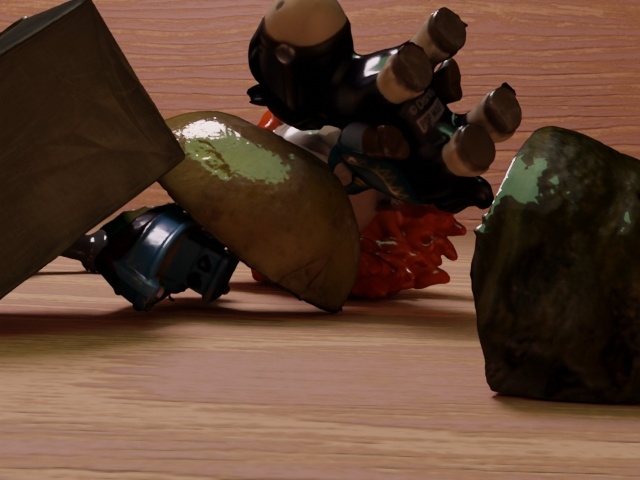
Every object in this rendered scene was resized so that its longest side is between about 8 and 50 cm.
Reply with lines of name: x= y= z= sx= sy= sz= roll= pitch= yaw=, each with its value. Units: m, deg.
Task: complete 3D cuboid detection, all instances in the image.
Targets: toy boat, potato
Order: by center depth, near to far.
potato: x=-0.053 y=-0.047 z=0.808 sx=0.261 sy=0.100 sz=0.120 roll=41 pitch=12 yaw=0
toy boat: x=-0.126 y=0.022 z=0.817 sx=0.097 sy=0.100 sz=0.223 roll=30 pitch=12 yaw=4

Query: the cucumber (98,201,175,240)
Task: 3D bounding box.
cucumber: x=-0.220 y=-0.002 z=1.152 sx=0.115 sy=0.063 sz=0.244 roll=-10 pitch=-2 yaw=-25

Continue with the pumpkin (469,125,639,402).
pumpkin: x=0.229 y=0.006 z=0.612 sx=0.148 sy=0.169 sz=0.312 roll=2 pitch=3 yaw=31

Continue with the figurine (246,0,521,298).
figurine: x=0.029 y=-0.088 z=0.950 sx=0.306 sy=0.241 sz=0.411 roll=20 pitch=-31 yaw=3

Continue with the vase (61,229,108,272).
vase: x=-0.341 y=-0.008 z=1.064 sx=0.183 sy=0.120 sz=0.120 roll=21 pitch=-8 yaw=-36

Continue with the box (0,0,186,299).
box: x=-0.254 y=-0.059 z=0.693 sx=0.231 sy=0.155 sz=0.149 roll=-41 pitch=27 yaw=-26
